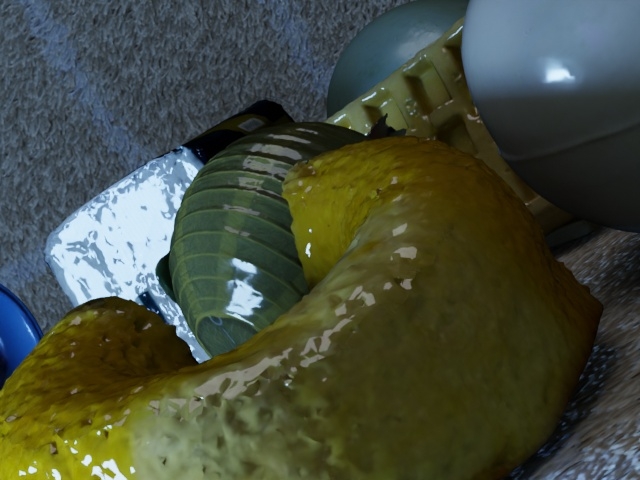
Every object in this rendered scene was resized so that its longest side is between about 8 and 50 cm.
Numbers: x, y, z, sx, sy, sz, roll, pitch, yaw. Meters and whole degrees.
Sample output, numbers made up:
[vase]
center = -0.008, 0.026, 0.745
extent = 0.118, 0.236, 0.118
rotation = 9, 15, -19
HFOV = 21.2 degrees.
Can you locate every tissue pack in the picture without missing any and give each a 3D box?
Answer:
[tissue pack]
center = -0.116, 0.010, 2.026
extent = 0.253, 0.264, 0.416
rotation = -32, 4, 15

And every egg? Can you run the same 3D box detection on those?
[egg]
center = 0.149, -0.166, 2.150
extent = 0.276, 0.276, 0.389
rotation = -31, 6, -10

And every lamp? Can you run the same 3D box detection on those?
[lamp]
center = 0.000, 0.000, 1.483
extent = 0.250, 0.250, 0.284
rotation = -23, 28, 53

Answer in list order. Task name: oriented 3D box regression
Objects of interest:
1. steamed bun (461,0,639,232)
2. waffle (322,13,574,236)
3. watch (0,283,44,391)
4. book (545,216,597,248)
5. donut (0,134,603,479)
[steamed bun]
center = 0.279, -0.167, 1.342
extent = 0.334, 0.334, 0.374
rotation = -26, 12, 33
[waffle]
center = 0.122, -0.072, 1.662
extent = 0.248, 0.221, 0.055
rotation = -35, -25, 25
[watch]
center = -0.446, 0.169, 2.248
extent = 0.241, 0.274, 0.305
rotation = -27, 11, 30
[book]
center = 0.258, -0.075, 1.774
extent = 0.217, 0.021, 0.310
rotation = -24, 20, 46
[donut]
center = -0.021, 0.084, 1.122
extent = 0.435, 0.163, 0.377
rotation = -31, 17, -11
